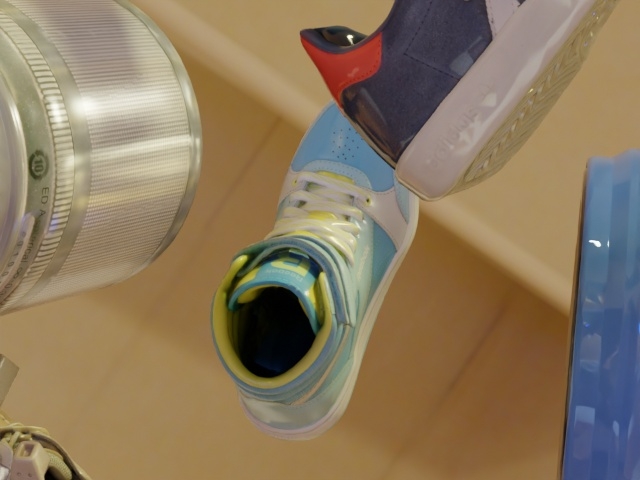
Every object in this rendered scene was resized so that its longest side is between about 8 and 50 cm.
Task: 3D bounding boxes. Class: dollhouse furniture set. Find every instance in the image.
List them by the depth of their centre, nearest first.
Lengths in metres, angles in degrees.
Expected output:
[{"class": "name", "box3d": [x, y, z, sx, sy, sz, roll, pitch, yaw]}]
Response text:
[{"class": "dollhouse furniture set", "box3d": [-0.207, 0.136, 1.227, 0.091, 0.081, 0.114, 3, 36, 10]}]

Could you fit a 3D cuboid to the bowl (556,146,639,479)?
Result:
[{"class": "bowl", "box3d": [0.275, 0.102, 1.793, 0.077, 0.391, 0.391, 5, -2, 7]}]

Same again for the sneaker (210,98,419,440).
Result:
[{"class": "sneaker", "box3d": [0.000, 0.000, 1.558, 0.127, 0.319, 0.208, 10, -14, 11]}]

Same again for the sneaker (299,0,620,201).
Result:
[{"class": "sneaker", "box3d": [0.119, -0.189, 0.983, 0.148, 0.350, 0.131, 44, 17, 12]}]

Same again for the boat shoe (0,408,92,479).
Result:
[{"class": "boat shoe", "box3d": [-0.233, 0.188, 1.457, 0.302, 0.098, 0.109, 44, 39, 19]}]

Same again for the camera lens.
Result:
[{"class": "camera lens", "box3d": [-0.223, -0.059, 1.221, 0.219, 0.219, 0.274, 34, 21, 18]}]
